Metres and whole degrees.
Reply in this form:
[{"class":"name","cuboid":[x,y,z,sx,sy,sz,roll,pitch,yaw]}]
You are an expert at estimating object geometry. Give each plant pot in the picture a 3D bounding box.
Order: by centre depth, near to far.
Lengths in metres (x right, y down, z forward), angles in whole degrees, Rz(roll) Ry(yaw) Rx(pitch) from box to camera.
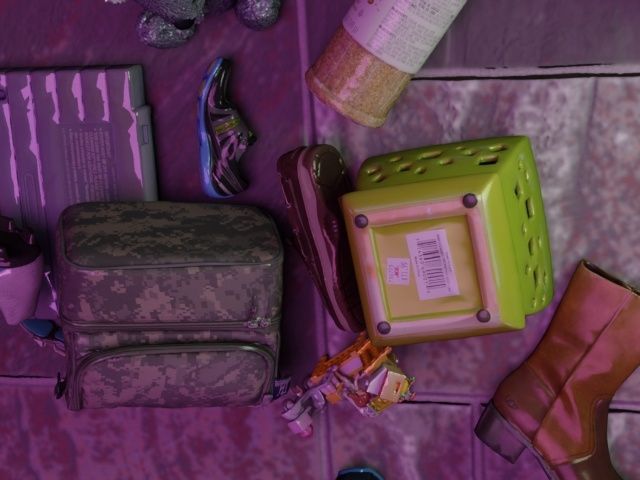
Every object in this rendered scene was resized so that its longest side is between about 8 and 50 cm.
[{"class":"plant pot","cuboid":[0.154,0.008,1.688,0.227,0.207,0.228,-8,102,18]}]

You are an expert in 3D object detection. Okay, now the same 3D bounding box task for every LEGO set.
[{"class":"LEGO set","cuboid":[0.071,0.195,1.779,0.107,0.132,0.287,46,150,-12]}]

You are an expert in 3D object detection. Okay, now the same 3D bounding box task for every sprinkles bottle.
[{"class":"sprinkles bottle","cuboid":[0.121,-0.308,1.656,0.121,0.121,0.355,36,111,4]}]

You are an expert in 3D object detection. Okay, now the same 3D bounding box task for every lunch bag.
[{"class":"lunch bag","cuboid":[-0.193,0.100,1.780,0.305,0.212,0.256,-1,116,-12]}]

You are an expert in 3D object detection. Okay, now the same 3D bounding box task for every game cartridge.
[{"class":"game cartridge","cuboid":[-0.333,-0.063,1.888,0.230,0.068,0.355,0,105,12]}]

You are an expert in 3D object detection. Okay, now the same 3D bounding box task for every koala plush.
[{"class":"koala plush","cuboid":[-0.179,-0.337,1.681,0.196,0.221,0.203,-9,102,18]}]

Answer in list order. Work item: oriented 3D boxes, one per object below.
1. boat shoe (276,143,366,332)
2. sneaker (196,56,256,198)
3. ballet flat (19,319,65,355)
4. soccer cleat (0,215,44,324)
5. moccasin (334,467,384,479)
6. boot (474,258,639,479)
[{"class":"boat shoe","cuboid":[0.005,-0.003,1.801,0.095,0.095,0.258,-1,107,41]},{"class":"sneaker","cuboid":[-0.125,-0.150,1.809,0.078,0.067,0.188,-4,103,-5]},{"class":"ballet flat","cuboid":[-0.387,0.141,1.969,0.114,0.041,0.041,23,110,10]},{"class":"soccer cleat","cuboid":[-0.508,0.008,1.890,0.331,0.116,0.143,30,128,33]},{"class":"moccasin","cuboid":[0.068,0.488,1.889,0.137,0.117,0.342,-19,99,20]},{"class":"boot","cuboid":[0.376,0.201,1.759,0.264,0.096,0.280,36,104,12]}]
